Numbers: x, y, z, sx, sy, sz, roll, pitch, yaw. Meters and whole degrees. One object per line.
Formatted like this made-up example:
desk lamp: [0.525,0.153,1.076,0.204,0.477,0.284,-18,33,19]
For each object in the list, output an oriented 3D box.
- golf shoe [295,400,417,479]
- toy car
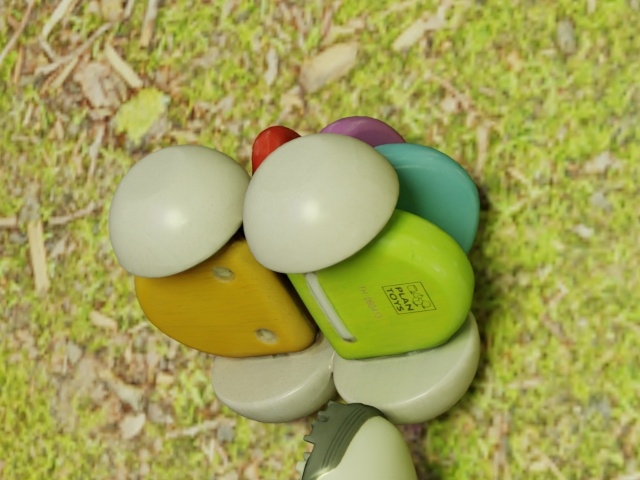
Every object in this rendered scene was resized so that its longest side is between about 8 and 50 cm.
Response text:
golf shoe: [0.049,0.205,0.892,0.120,0.105,0.272,-9,77,22]
toy car: [0.000,0.000,0.971,0.182,0.159,0.136,-3,44,34]
